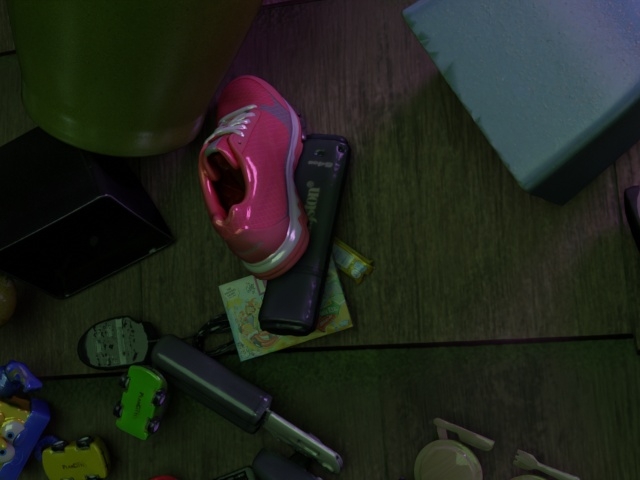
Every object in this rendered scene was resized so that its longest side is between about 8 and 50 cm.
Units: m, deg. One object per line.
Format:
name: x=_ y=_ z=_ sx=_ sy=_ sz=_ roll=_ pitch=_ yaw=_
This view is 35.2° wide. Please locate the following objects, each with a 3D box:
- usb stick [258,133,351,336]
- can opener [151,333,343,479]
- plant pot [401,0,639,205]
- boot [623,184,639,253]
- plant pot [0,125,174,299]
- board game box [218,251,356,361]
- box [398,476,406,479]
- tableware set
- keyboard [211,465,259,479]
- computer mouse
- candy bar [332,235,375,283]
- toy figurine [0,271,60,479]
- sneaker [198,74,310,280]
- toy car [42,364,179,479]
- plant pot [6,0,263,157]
usb stick: x=-0.018 y=-0.010 z=1.273 sx=0.077 sy=0.045 sz=0.278 roll=2 pitch=64 yaw=21
can opener: x=-0.102 y=0.229 z=1.262 sx=0.283 sy=0.076 sz=0.095 roll=30 pitch=62 yaw=8
plant pot: x=0.288 y=-0.215 z=1.140 sx=0.252 sy=0.248 sz=0.247 roll=-36 pitch=76 yaw=18
boot: x=0.541 y=0.057 z=1.128 sx=0.284 sy=0.138 sz=0.377 roll=-25 pitch=72 yaw=9
plant pot: x=-0.337 y=-0.054 z=1.336 sx=0.188 sy=0.188 sz=0.167 roll=-27 pitch=66 yaw=9
board game box: x=-0.043 y=0.085 z=1.298 sx=0.154 sy=0.026 sz=0.103 roll=-19 pitch=82 yaw=9
box: x=0.051 y=0.437 z=1.174 sx=0.270 sy=0.143 sz=0.165 roll=-45 pitch=83 yaw=8
tableware set: x=0.208 y=0.301 z=1.223 sx=0.194 sy=0.039 sz=0.128 roll=21 pitch=100 yaw=21
keyboard: x=-0.100 y=0.394 z=1.285 sx=0.100 sy=0.038 sz=0.192 roll=-24 pitch=77 yaw=10
computer mouse: x=-0.207 y=0.132 z=1.351 sx=0.242 sy=0.041 sz=0.071 roll=-6 pitch=82 yaw=6
candy bar: x=0.000 y=0.000 z=1.323 sx=0.161 sy=0.018 sz=0.040 roll=36 pitch=95 yaw=15
toy figurine: x=-0.436 y=0.215 z=1.367 sx=0.217 sy=0.191 sz=0.362 roll=29 pitch=90 yaw=-13
sneaker: x=-0.092 y=-0.109 z=1.256 sx=0.116 sy=0.136 sz=0.313 roll=-27 pitch=51 yaw=21
toy car: x=-0.235 y=0.256 z=1.300 sx=0.239 sy=0.053 sz=0.224 roll=23 pitch=111 yaw=15
plant pot: x=-0.230 y=-0.304 z=1.226 sx=0.367 sy=0.366 sz=0.352 roll=29 pitch=126 yaw=16
